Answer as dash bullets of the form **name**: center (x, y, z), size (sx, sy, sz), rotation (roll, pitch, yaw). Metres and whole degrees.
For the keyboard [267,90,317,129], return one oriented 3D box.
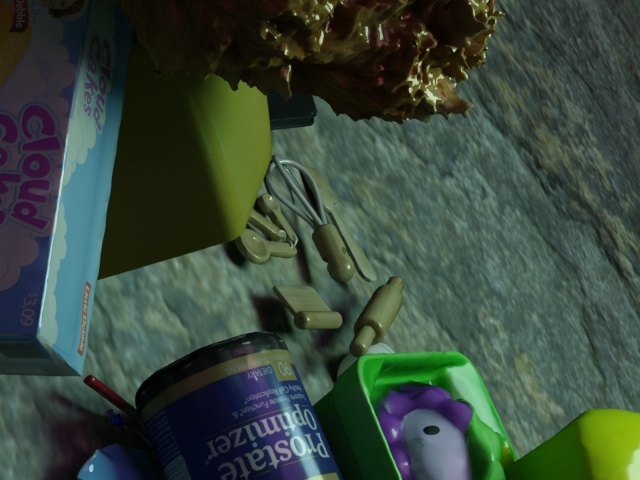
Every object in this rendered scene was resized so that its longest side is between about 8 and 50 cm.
- **keyboard**: center (-0.114, -0.189, 1.635), size (0.317, 0.033, 0.201), rotation (-9, 80, -61)

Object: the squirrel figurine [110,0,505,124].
- **squirrel figurine**: center (-0.024, -0.260, 1.266), size (0.370, 0.281, 0.397), rotation (22, 58, -71)

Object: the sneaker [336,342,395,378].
- **sneaker**: center (0.100, 0.185, 1.693), size (0.212, 0.080, 0.094), rotation (60, 22, 2)

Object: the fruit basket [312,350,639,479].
- **fruit basket**: center (0.165, 0.246, 1.424), size (0.283, 0.392, 0.392), rotation (5, 61, -63)

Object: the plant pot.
- **plant pot**: center (-0.148, -0.093, 1.393), size (0.212, 0.212, 0.187), rotation (-74, 144, -58)

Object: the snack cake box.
- **snack cake box**: center (-0.219, -0.049, 1.176), size (0.089, 0.152, 0.264), rotation (60, 33, -65)

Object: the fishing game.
- **fishing game**: center (-0.124, 0.234, 1.300), size (0.189, 0.041, 0.264), rotation (44, 26, -46)

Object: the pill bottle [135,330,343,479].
- **pill bottle**: center (-0.043, 0.188, 1.326), size (0.123, 0.123, 0.219), rotation (2, 60, -59)

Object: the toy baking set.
- **toy baking set**: center (0.004, 0.006, 1.701), size (0.197, 0.030, 0.256), rotation (48, 26, -1)
